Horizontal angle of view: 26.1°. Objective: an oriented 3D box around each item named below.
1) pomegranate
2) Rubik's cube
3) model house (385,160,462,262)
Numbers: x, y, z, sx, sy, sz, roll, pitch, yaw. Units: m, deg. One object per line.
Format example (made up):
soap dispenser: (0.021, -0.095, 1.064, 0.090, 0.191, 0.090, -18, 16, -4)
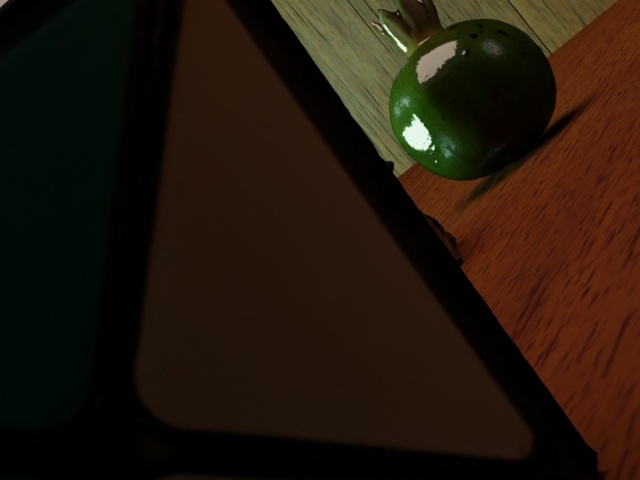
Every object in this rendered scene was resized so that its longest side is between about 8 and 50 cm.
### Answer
pomegranate: (0.146, -0.176, 1.504, 0.187, 0.225, 0.187, -37, -12, -9)
Rubik's cube: (-0.095, 0.062, 0.497, 0.246, 0.248, 0.250, -42, 11, -15)
model house: (0.000, 0.000, 1.200, 0.183, 0.172, 0.166, -41, 4, 5)
